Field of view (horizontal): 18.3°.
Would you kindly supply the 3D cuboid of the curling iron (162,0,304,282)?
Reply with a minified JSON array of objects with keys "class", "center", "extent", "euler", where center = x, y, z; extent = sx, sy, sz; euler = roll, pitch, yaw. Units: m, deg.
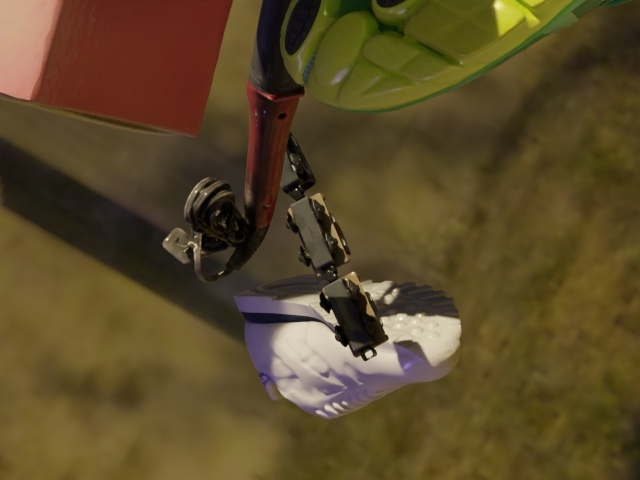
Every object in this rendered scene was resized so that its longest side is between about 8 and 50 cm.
[{"class":"curling iron","center":[-0.031,-0.072,1.031],"extent":[0.068,0.035,0.274],"euler":[-39,-21,-39]}]

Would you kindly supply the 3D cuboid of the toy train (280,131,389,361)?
[{"class":"toy train","center":[0.000,0.000,1.187],"extent":[0.027,0.158,0.036],"euler":[-28,-15,16]}]

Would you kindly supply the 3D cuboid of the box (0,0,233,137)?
[{"class":"box","center":[-0.110,-0.173,0.801],"extent":[0.127,0.148,0.232],"euler":[7,-82,-63]}]

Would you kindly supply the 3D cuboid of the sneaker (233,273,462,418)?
[{"class":"sneaker","center":[0.026,0.082,1.422],"extent":[0.235,0.090,0.095],"euler":[9,109,58]}]

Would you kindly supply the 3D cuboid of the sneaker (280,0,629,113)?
[{"class":"sneaker","center":[0.121,-0.140,0.957],"extent":[0.295,0.109,0.123],"euler":[-31,-28,0]}]
